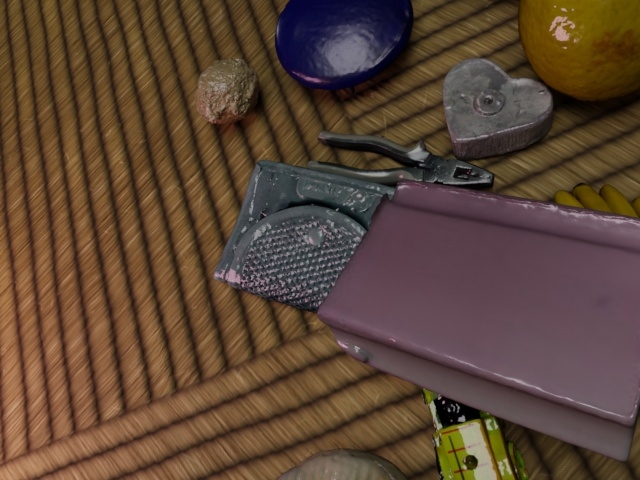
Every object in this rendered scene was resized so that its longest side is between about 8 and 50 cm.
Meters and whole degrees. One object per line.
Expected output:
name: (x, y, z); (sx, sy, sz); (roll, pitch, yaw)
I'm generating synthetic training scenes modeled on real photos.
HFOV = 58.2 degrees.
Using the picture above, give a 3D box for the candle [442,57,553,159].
candle: (0.273, -0.208, 0.949); (0.192, 0.068, 0.169); (34, 81, 30)

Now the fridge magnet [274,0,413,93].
fridge magnet: (0.043, -0.392, 1.071); (0.265, 0.113, 0.266); (-6, 68, 16)

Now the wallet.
wallet: (0.000, 0.000, 0.956); (0.341, 0.075, 0.237); (15, 77, 22)

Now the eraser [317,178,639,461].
eraser: (0.216, 0.068, 0.713); (0.358, 0.122, 0.272); (12, 56, 31)

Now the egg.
egg: (-0.180, -0.283, 1.099); (0.140, 0.116, 0.118); (-52, 35, -7)

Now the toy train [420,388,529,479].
toy train: (0.209, 0.307, 0.718); (0.100, 0.160, 0.297); (-22, 64, 16)

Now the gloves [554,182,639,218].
gloves: (0.419, 0.036, 0.803); (0.132, 0.116, 0.295); (2, 58, -11)

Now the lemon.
lemon: (0.421, -0.346, 0.849); (0.267, 0.267, 0.268); (-6, 68, 16)

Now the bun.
bun: (0.034, 0.397, 0.748); (0.238, 0.141, 0.239); (-8, 61, 15)

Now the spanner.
spanner: (0.132, -0.129, 0.980); (0.324, 0.040, 0.096); (13, 75, 23)
